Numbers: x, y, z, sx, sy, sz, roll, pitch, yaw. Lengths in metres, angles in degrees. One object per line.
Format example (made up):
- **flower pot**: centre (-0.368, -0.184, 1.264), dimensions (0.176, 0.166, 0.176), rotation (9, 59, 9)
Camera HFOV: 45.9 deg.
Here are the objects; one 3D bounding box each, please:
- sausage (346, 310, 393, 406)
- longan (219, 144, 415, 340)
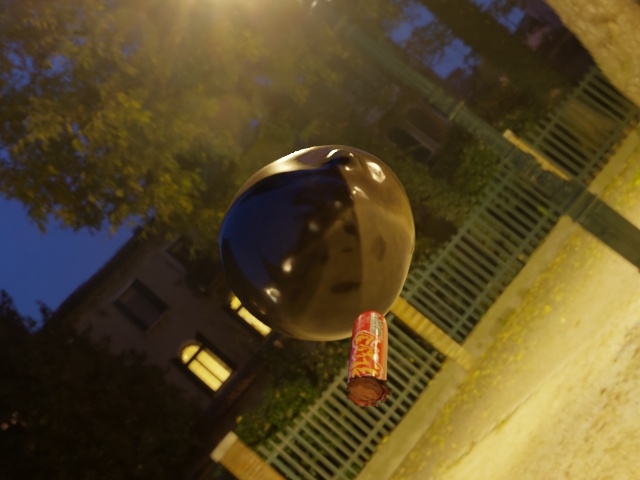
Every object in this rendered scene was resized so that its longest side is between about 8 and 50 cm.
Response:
- **sausage**: centre (0.055, 0.119, 0.831), dimensions (0.050, 0.048, 0.145), rotation (-37, 18, 23)
- **longan**: centre (0.000, 0.000, 1.277), dimensions (0.361, 0.361, 0.361), rotation (-49, -9, -11)
